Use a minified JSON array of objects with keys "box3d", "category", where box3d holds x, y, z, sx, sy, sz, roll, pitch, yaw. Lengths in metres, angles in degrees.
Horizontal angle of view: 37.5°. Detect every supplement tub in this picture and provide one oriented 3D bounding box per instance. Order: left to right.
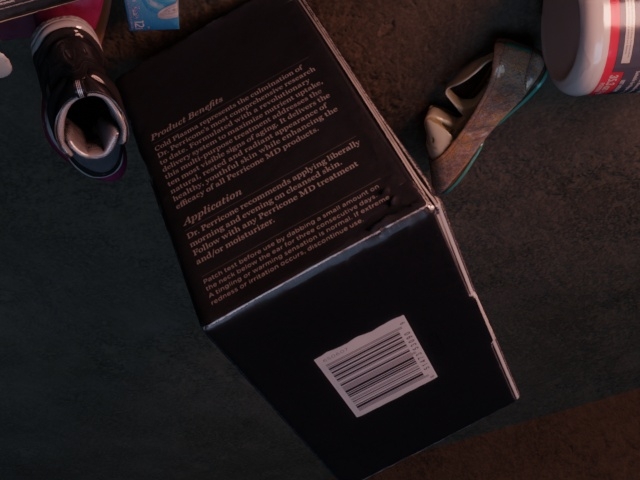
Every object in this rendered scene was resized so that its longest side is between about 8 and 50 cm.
[{"box3d":[0.451,-0.294,1.263,0.272,0.191,0.191,-4,147,-5],"category":"supplement tub"}]

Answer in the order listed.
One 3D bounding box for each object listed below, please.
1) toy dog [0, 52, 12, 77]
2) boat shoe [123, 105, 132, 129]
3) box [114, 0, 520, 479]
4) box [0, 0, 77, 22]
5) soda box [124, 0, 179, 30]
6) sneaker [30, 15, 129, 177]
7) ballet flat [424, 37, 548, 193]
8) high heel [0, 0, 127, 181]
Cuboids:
[{"box3d":[-0.426,-0.303,1.118,0.334,0.220,0.161,-23,176,35],"category":"toy dog"},{"box3d":[-0.275,-0.183,1.446,0.035,0.035,0.100,-32,145,-11],"category":"boat shoe"},{"box3d":[0.000,0.000,1.292,0.297,0.471,0.480,-28,139,3],"category":"box"},{"box3d":[-0.265,-0.386,0.922,0.296,0.073,0.293,-22,126,-17],"category":"box"},{"box3d":[-0.213,-0.356,1.150,0.067,0.071,0.210,-4,147,-5],"category":"soda box"},{"box3d":[-0.296,-0.140,1.198,0.101,0.153,0.268,-17,144,-11],"category":"sneaker"},{"box3d":[0.228,-0.198,1.475,0.106,0.107,0.316,25,133,-11],"category":"ballet flat"},{"box3d":[-0.301,-0.215,1.291,0.181,0.127,0.377,-4,145,15],"category":"high heel"}]
